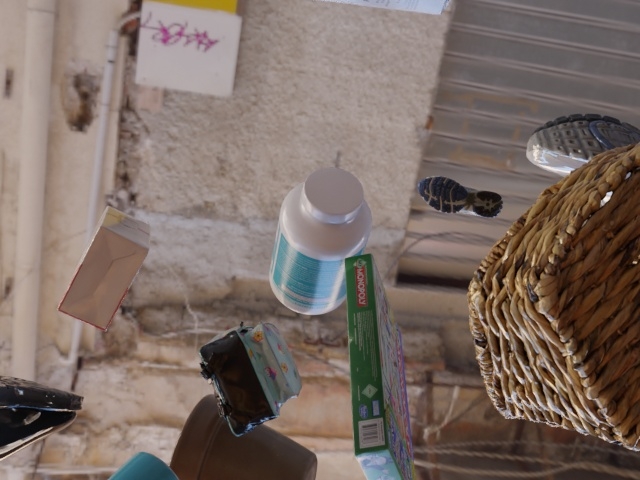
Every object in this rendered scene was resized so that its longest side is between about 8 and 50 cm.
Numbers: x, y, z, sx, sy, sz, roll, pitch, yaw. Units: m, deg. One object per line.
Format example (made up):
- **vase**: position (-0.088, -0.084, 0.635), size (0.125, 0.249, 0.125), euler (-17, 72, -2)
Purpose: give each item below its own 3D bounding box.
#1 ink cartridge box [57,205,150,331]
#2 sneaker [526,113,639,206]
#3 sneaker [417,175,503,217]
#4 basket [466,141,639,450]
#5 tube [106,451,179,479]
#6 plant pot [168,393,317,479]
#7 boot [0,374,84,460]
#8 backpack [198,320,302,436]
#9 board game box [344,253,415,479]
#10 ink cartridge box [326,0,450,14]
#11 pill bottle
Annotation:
- **ink cartridge box**: position (-0.273, 0.026, 0.942), size (0.067, 0.115, 0.198), euler (28, -176, -16)
- **sneaker**: position (0.391, -0.065, 0.905), size (0.297, 0.129, 0.111), euler (16, -138, -3)
- **sneaker**: position (0.205, -0.064, 1.114), size (0.135, 0.052, 0.058), euler (16, -176, -14)
- **basket**: position (0.284, 0.028, 0.728), size (0.299, 0.213, 0.223), euler (-34, -175, -16)
- **tube**: position (-0.182, 0.238, 0.513), size (0.052, 0.080, 0.207), euler (-16, -160, 41)
- **plant pot**: position (-0.134, 0.438, 1.341), size (0.229, 0.263, 0.263), euler (13, -162, 11)
- **boot**: position (-0.562, 0.433, 1.122), size (0.146, 0.445, 0.367), euler (9, 169, 22)
- **backpack**: position (-0.115, 0.219, 1.231), size (0.144, 0.165, 0.188), euler (-28, 178, -6)
- **board game box**: position (0.086, 0.204, 1.040), size (0.046, 0.213, 0.317), euler (-12, -135, 12)
- **ink cartridge box**: position (0.036, -0.363, 0.871), size (0.232, 0.066, 0.189), euler (6, -119, -11)
- **pill bottle**: position (0.000, 0.000, 1.186), size (0.146, 0.264, 0.146), euler (5, -125, -7)
